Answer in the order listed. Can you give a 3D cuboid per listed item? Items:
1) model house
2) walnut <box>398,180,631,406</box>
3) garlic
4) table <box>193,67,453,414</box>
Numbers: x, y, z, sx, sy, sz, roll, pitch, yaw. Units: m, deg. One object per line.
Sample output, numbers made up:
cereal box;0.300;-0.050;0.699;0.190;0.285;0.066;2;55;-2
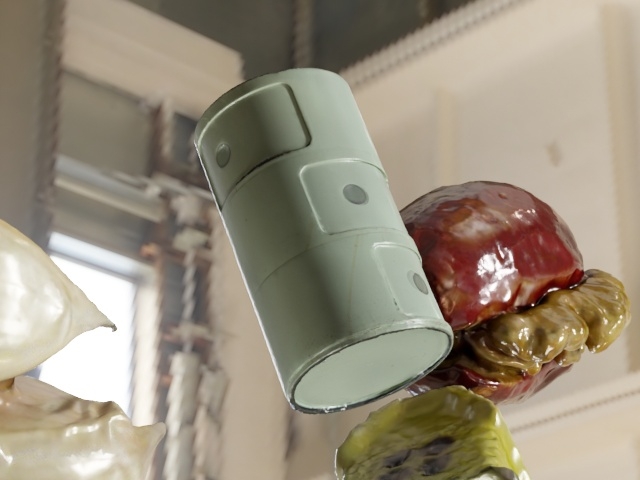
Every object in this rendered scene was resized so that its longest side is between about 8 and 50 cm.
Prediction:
model house;0.115;0.236;1.438;0.174;0.193;0.234;-19;-165;18
walnut;0.163;0.066;1.679;0.244;0.269;0.222;21;-68;22
garlic;-0.271;0.085;1.083;0.313;0.249;0.286;18;-86;27
table;0.000;0.000;1.281;0.126;0.126;0.220;-39;-121;31
